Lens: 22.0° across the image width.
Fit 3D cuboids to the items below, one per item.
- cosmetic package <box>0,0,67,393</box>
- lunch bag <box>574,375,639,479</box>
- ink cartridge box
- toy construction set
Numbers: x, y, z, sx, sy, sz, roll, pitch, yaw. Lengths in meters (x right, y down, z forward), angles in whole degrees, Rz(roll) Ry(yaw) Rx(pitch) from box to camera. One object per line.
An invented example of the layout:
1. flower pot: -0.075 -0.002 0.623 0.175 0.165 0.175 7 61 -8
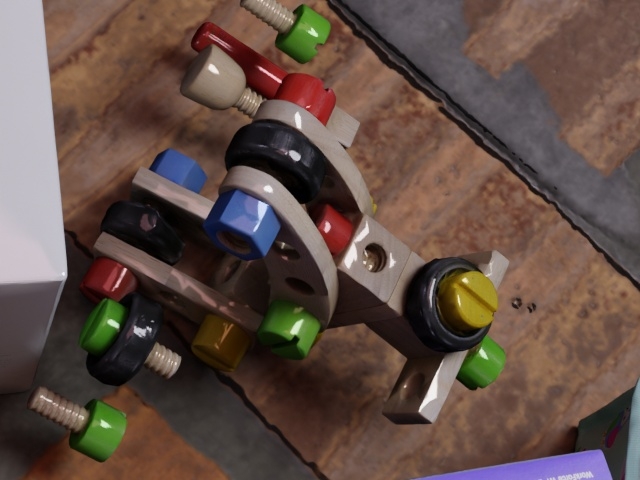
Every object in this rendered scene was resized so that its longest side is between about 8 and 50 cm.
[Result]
1. cosmetic package: -0.238 -0.040 0.998 0.138 0.224 0.224 -3 70 -15
2. lunch bag: 0.250 0.190 1.010 0.160 0.262 0.223 14 67 -9
3. ink cartridge box: 0.066 0.170 1.000 0.206 0.208 0.045 -7 74 -17
4. toy construction set: 0.000 0.000 1.081 0.237 0.257 0.309 32 40 -20
